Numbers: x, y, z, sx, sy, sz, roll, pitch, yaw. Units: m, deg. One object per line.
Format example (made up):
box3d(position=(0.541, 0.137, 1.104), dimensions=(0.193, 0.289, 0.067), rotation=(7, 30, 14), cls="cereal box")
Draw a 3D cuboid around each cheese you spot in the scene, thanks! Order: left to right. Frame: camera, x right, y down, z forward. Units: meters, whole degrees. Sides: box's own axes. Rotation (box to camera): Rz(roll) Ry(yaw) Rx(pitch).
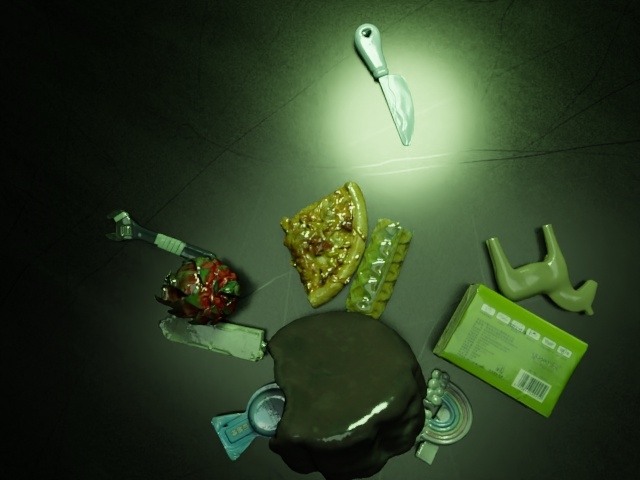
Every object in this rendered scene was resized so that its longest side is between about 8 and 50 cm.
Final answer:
box3d(position=(-0.145, 0.446, 1.497), dimensions=(0.245, 0.052, 0.135), rotation=(-29, 81, 3), cls="cheese")

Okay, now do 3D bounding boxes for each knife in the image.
box3d(position=(0.182, -0.407, 1.545), dimensions=(0.080, 0.044, 0.331), rotation=(-25, 90, -5), cls="knife")

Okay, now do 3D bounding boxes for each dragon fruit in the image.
box3d(position=(-0.294, 0.122, 1.477), dimensions=(0.189, 0.182, 0.182), rotation=(34, 89, 0), cls="dragon fruit")

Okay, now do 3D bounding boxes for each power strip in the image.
box3d(position=(-0.276, 0.244, 1.525), dimensions=(0.286, 0.048, 0.080), rotation=(11, 85, 6), cls="power strip")

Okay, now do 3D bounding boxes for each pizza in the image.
box3d(position=(0.000, 0.000, 1.504), dimensions=(0.226, 0.086, 0.335), rotation=(19, 89, 5), cls="pizza")

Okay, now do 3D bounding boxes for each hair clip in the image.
box3d(position=(0.296, 0.444, 1.466), dimensions=(0.140, 0.054, 0.220), rotation=(27, 85, 13), cls="hair clip")

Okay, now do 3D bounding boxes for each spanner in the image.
box3d(position=(-0.425, 0.006, 1.571), dimensions=(0.316, 0.024, 0.087), rotation=(22, 89, 5), cls="spanner")

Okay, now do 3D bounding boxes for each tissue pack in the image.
box3d(position=(0.437, 0.253, 1.405), dimensions=(0.275, 0.167, 0.200), rotation=(30, 87, 8), cls="tissue pack")

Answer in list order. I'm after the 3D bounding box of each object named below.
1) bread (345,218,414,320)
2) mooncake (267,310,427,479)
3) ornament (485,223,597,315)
box3d(position=(0.142, 0.080, 1.483), dimensions=(0.087, 0.098, 0.269), rotation=(19, 86, 48), cls="bread")
box3d(position=(0.056, 0.344, 1.338), dimensions=(0.351, 0.381, 0.212), rotation=(-9, 127, 17), cls="mooncake")
box3d(position=(0.549, 0.086, 1.461), dimensions=(0.230, 0.061, 0.245), rotation=(-16, 83, 1), cls="ornament")
